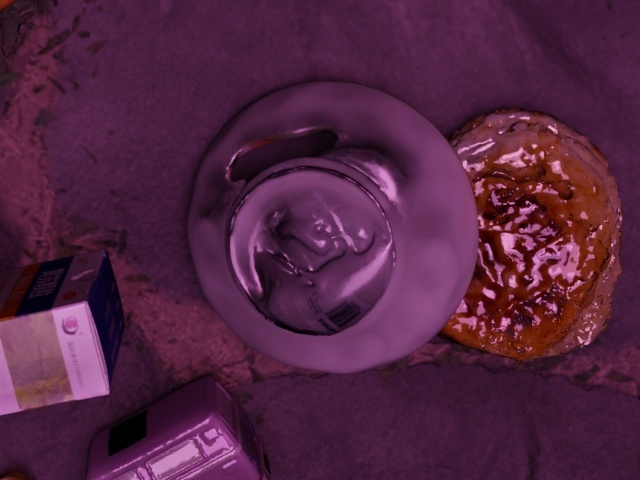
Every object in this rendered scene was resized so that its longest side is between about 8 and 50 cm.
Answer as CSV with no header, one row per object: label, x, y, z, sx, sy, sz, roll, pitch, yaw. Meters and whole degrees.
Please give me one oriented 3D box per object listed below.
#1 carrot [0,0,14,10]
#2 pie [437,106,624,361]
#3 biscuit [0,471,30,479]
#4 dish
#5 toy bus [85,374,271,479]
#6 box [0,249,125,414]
carrot,-0.405,-0.344,1.317,0.307,0.100,0.258,-6,108,5
pie,0.210,-0.008,1.453,0.308,0.085,0.308,-1,106,-3
biscuit,-0.479,0.309,1.514,0.301,0.049,0.197,16,100,-9
dish,0.000,0.000,1.377,0.324,0.124,0.324,3,104,12
toy bus,-0.169,0.262,1.477,0.202,0.142,0.142,-29,111,3
box,-0.367,0.111,1.385,0.299,0.200,0.106,-13,105,0
